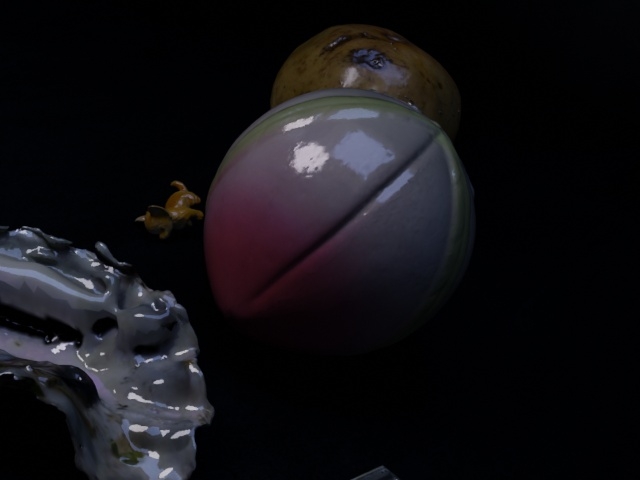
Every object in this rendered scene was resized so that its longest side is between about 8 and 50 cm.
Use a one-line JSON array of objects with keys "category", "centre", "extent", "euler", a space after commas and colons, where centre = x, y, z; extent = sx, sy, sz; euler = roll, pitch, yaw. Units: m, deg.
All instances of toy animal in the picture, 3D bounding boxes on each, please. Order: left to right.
[{"category": "toy animal", "centre": [-0.190, -0.039, 1.461], "extent": [0.083, 0.060, 0.081], "euler": [-3, 73, -42]}]

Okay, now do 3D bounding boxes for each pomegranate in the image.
[{"category": "pomegranate", "centre": [0.066, -0.171, 1.686], "extent": [0.281, 0.281, 0.281], "euler": [16, 25, -8]}]

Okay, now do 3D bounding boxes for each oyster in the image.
[{"category": "oyster", "centre": [-0.259, 0.100, 1.075], "extent": [0.351, 0.114, 0.238], "euler": [17, 33, 4]}]

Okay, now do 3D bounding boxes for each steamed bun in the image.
[{"category": "steamed bun", "centre": [0.000, 0.000, 1.277], "extent": [0.309, 0.309, 0.309], "euler": [16, 25, -8]}]

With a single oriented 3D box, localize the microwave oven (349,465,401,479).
[{"category": "microwave oven", "centre": [0.069, 0.301, 0.867], "extent": [0.240, 0.145, 0.194], "euler": [36, 32, 31]}]
